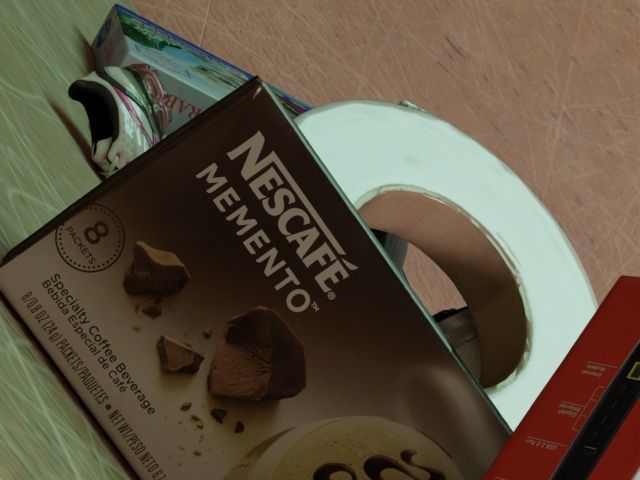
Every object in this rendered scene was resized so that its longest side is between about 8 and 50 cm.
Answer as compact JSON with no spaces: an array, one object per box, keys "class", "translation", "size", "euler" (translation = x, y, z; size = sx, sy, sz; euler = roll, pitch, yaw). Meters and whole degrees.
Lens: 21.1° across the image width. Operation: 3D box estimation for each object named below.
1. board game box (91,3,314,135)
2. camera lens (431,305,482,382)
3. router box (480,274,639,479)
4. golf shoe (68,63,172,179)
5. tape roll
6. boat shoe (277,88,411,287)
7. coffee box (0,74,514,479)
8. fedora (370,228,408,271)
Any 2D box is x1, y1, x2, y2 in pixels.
[{"class":"board game box","translation":[-0.103,-0.147,1.964],"size":[0.319,0.066,0.318],"euler":[26,11,-17]},{"class":"camera lens","translation":[0.150,0.216,1.652],"size":[0.274,0.219,0.219],"euler":[56,2,16]},{"class":"router box","translation":[0.172,0.238,0.839],"size":[0.082,0.301,0.335],"euler":[8,-39,49]},{"class":"golf shoe","translation":[-0.155,-0.057,1.443],"size":[0.086,0.067,0.186],"euler":[-13,76,-42]},{"class":"tape roll","translation":[0.085,0.054,1.498],"size":[0.392,0.072,0.392],"euler":[22,48,-26]},{"class":"boat shoe","translation":[0.000,0.000,2.186],"size":[0.500,0.187,0.156],"euler":[61,-2,14]},{"class":"coffee box","translation":[-0.013,0.081,0.899],"size":[0.297,0.168,0.119],"euler":[55,2,-6]},{"class":"fedora","translation":[-0.027,-0.002,1.767],"size":[0.124,0.243,0.275],"euler":[23,-10,28]}]
